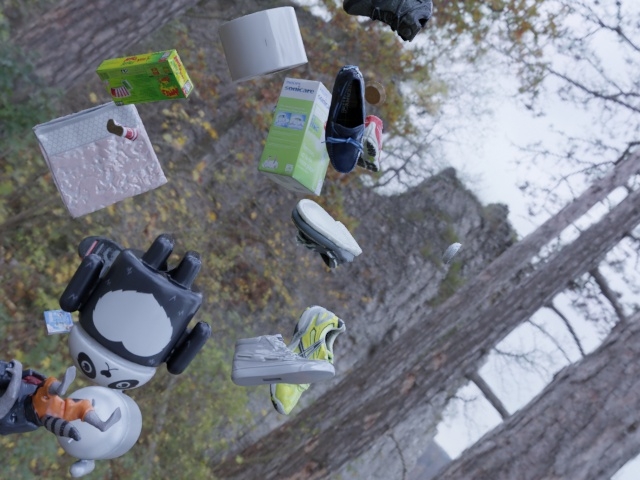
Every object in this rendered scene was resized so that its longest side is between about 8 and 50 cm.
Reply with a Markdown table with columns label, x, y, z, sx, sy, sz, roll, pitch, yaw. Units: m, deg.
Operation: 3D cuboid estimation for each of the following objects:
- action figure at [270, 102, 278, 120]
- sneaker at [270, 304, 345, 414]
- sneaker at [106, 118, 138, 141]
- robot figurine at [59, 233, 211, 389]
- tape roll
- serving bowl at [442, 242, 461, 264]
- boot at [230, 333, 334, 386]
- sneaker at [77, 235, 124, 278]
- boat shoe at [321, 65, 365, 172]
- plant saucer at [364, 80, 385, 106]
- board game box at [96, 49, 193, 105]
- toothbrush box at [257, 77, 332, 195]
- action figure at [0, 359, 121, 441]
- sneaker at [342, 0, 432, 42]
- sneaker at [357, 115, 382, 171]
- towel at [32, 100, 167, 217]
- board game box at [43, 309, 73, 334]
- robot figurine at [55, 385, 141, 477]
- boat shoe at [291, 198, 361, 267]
| label | x | y | z | sx | sy | sz | roll | pitch | yaw |
| --- | --- | --- | --- | --- | --- | --- | --- | --- | --- |
| action figure | -0.094 | -0.468 | 2.357 | 0.285 | 0.185 | 0.099 | 89 | -22 | -75 |
| sneaker | -0.046 | 0.406 | 2.133 | 0.147 | 0.385 | 0.145 | 15 | -17 | 30 |
| sneaker | -0.596 | -0.333 | 1.915 | 0.067 | 0.042 | 0.118 | 10 | 17 | -47 |
| robot figurine | -0.317 | 0.126 | 1.106 | 0.209 | 0.278 | 0.173 | 34 | 0 | 27 |
| tape roll | -0.177 | -0.599 | 1.949 | 0.246 | 0.246 | 0.169 | -149 | -138 | -72 |
| serving bowl | 0.420 | 0.039 | 2.047 | 0.027 | 0.083 | 0.083 | 37 | -8 | 9 |
| boot | -0.094 | 0.288 | 1.575 | 0.095 | 0.258 | 0.123 | 84 | 4 | -57 |
| sneaker | -0.568 | 0.116 | 1.815 | 0.314 | 0.116 | 0.136 | 40 | -32 | -12 |
| boat shoe | 0.054 | -0.273 | 1.484 | 0.089 | 0.108 | 0.258 | -105 | -170 | -60 |
| plant saucer | 0.165 | -0.458 | 1.984 | 0.083 | 0.015 | 0.083 | 22 | -48 | 27 |
| board game box | -0.373 | -0.344 | 1.345 | 0.181 | 0.043 | 0.092 | -1 | -43 | 21 |
| toothbrush box | -0.053 | -0.297 | 1.845 | 0.122 | 0.283 | 0.206 | 12 | -8 | 23 |
| action figure | -0.676 | 0.364 | 1.430 | 0.341 | 0.330 | 0.179 | 53 | 34 | -52 |
| sneaker | 0.173 | -0.567 | 1.579 | 0.087 | 0.227 | 0.130 | 115 | -29 | -70 |
| sneaker | 0.150 | -0.290 | 1.900 | 0.107 | 0.118 | 0.279 | 22 | -11 | 2 |
| towel | -0.711 | -0.270 | 2.053 | 0.053 | 0.331 | 0.317 | -136 | -155 | -66 |
| board game box | -0.944 | 0.293 | 2.282 | 0.020 | 0.090 | 0.090 | -55 | -129 | 41 |
| robot figurine | -0.640 | 0.531 | 1.833 | 0.199 | 0.300 | 0.353 | 13 | -19 | 1 |
| boat shoe | 0.000 | 0.000 | 1.401 | 0.116 | 0.099 | 0.319 | 58 | 11 | 21 |
